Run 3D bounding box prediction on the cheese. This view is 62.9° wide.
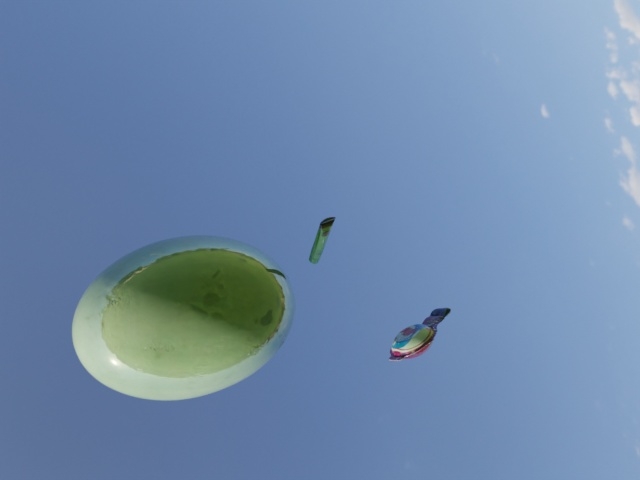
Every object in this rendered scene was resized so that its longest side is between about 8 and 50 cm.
[{"bbox_3d":[0.175,0.164,0.915,0.145,0.095,0.038,-37,-79,-30],"label":"cheese"}]

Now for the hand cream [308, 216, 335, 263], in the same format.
[{"bbox_3d":[0.000,0.000,1.030,0.036,0.122,0.023,-20,-123,-32],"label":"hand cream"}]

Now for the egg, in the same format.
[{"bbox_3d":[-0.220,0.128,0.909,0.389,0.276,0.276,-7,-98,-39],"label":"egg"}]
